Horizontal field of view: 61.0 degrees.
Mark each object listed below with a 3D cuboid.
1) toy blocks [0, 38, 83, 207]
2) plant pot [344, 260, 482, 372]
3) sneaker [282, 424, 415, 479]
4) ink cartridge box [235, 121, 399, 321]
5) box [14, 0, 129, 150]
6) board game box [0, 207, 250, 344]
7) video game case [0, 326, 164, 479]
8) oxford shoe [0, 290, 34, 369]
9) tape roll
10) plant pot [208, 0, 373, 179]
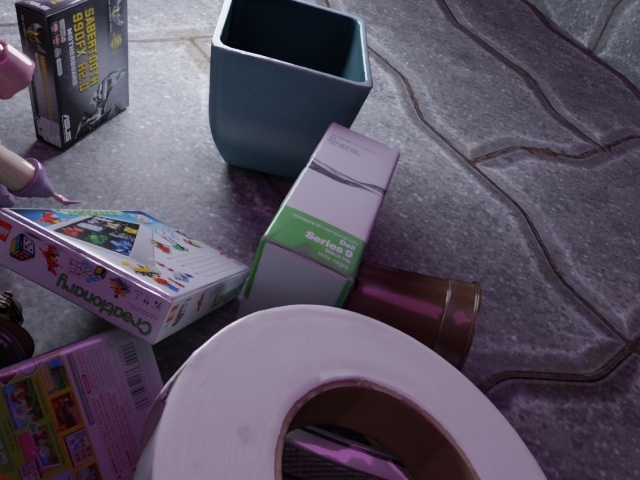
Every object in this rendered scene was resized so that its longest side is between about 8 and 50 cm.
[{"bbox_3d":[-0.503,-0.087,0.679,0.288,0.260,0.309,1,67,18],"label":"toy blocks"},{"bbox_3d":[0.117,0.110,0.760,0.165,0.167,0.167,19,43,7],"label":"plant pot"},{"bbox_3d":[0.071,0.238,0.631,0.321,0.126,0.127,25,45,2],"label":"sneaker"},{"bbox_3d":[0.000,0.000,0.770,0.121,0.211,0.289,24,44,2],"label":"ink cartridge box"},{"bbox_3d":[-0.387,-0.287,0.878,0.056,0.231,0.183,24,43,7],"label":"box"},{"bbox_3d":[-0.211,0.026,0.650,0.192,0.053,0.305,27,5,5],"label":"board game box"},{"bbox_3d":[-0.233,0.216,0.507,0.206,0.026,0.227,-19,97,-35],"label":"video game case"},{"bbox_3d":[-0.358,0.085,0.577,0.227,0.083,0.096,8,25,36],"label":"oxford shoe"},{"bbox_3d":[0.041,0.220,0.450,0.391,0.072,0.392,22,34,-15],"label":"tape roll"},{"bbox_3d":[-0.070,-0.256,0.960,0.247,0.252,0.248,11,45,-11],"label":"plant pot"}]
